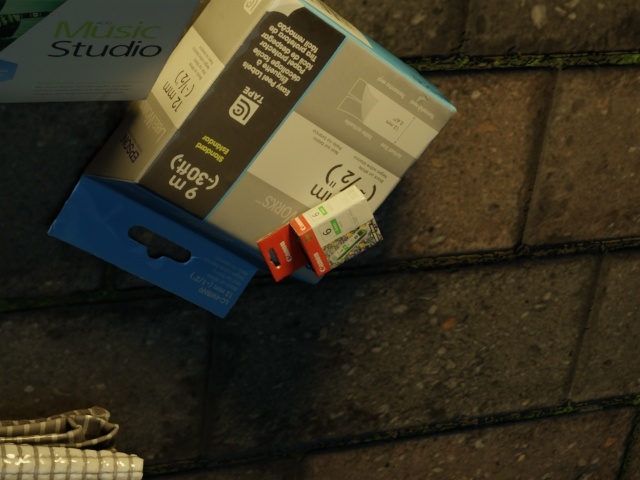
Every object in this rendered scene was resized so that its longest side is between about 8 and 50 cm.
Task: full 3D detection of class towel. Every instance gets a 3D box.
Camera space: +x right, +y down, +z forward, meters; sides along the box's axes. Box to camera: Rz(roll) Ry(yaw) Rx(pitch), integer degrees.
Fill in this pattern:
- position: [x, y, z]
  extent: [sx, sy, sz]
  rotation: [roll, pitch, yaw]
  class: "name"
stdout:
- position: [-0.340, 0.311, 1.518]
  extent: [0.235, 0.121, 0.284]
  rotation: [3, 120, -24]
  class: "towel"

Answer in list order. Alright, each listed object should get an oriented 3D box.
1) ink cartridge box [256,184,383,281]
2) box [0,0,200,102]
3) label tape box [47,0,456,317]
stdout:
- position: [0.000, 0.000, 1.396]
  extent: [0.115, 0.029, 0.063]
  rotation: [-30, 130, -7]
  class: "ink cartridge box"
- position: [-0.220, -0.206, 1.168]
  extent: [0.232, 0.058, 0.322]
  rotation: [-4, 160, -22]
  class: "box"
- position: [-0.069, -0.073, 1.404]
  extent: [0.249, 0.115, 0.348]
  rotation: [30, 102, -36]
  class: "label tape box"
